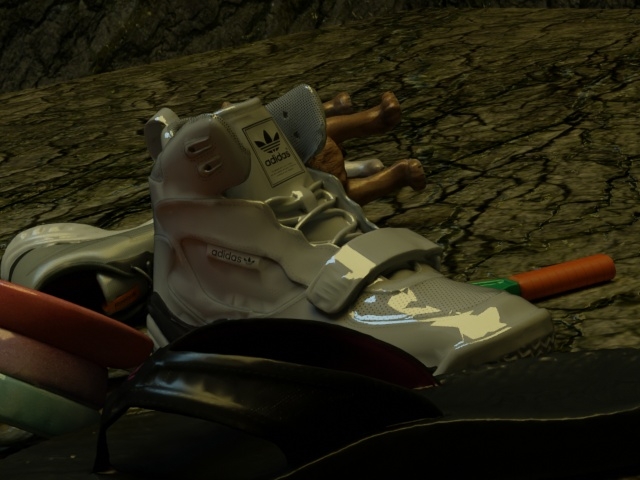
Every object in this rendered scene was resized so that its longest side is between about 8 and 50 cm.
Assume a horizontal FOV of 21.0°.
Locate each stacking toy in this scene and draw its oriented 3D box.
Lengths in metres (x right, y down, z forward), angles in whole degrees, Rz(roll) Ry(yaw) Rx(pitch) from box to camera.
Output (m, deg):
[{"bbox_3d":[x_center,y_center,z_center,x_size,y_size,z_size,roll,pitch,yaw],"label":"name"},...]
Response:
[{"bbox_3d":[-0.280,0.089,1.251,0.309,0.130,0.279,18,-9,9],"label":"stacking toy"}]

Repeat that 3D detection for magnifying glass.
[{"bbox_3d":[0.136,0.047,1.403,0.231,0.026,0.092,-15,14,-21],"label":"magnifying glass"}]

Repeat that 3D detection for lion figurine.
[{"bbox_3d":[-0.040,-0.073,1.795,0.240,0.142,0.392,-18,0,-9],"label":"lion figurine"}]

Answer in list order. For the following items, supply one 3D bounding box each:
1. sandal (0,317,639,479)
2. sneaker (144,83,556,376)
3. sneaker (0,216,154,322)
[{"bbox_3d":[0.005,0.097,1.075,0.446,0.107,0.167,-9,13,-3],"label":"sandal"},{"bbox_3d":[0.000,0.000,1.265,0.366,0.210,0.137,4,18,41],"label":"sneaker"},{"bbox_3d":[-0.146,0.026,1.540,0.272,0.100,0.108,-13,28,-8],"label":"sneaker"}]
